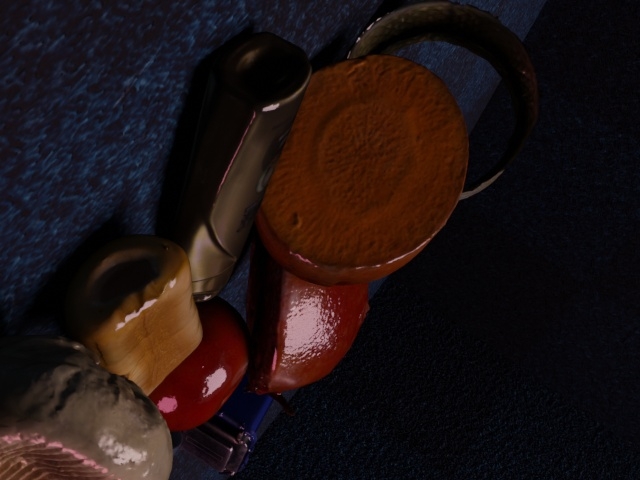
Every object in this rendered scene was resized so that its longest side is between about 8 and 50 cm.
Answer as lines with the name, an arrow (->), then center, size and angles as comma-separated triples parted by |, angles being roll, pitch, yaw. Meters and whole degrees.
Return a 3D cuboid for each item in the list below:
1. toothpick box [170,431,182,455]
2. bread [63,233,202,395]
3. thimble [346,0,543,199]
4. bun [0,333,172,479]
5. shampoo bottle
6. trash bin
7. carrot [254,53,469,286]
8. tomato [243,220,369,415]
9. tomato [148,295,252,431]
toothpick box -> -0.284, 0.332, 1.342 | 0.153, 0.101, 0.101 | -58, 171, 17
bread -> -0.194, 0.084, 0.940 | 0.142, 0.091, 0.305 | -49, 169, -21
thimble -> 0.158, -0.182, 1.255 | 0.271, 0.270, 0.150 | -55, 173, 0
bun -> -0.219, 0.146, 0.769 | 0.222, 0.222, 0.128 | 112, -10, -55
shampoo bottle -> -0.102, -0.054, 0.949 | 0.125, 0.084, 0.350 | -49, 170, -42
trash bin -> -0.161, 0.304, 1.726 | 0.234, 0.162, 0.184 | -54, 173, -42
carrot -> 0.051, -0.089, 1.109 | 0.307, 0.258, 0.100 | -49, -172, -17
tomato -> -0.014, 0.077, 1.276 | 0.309, 0.170, 0.309 | -175, -90, -75
tomato -> -0.173, 0.163, 1.192 | 0.195, 0.136, 0.195 | -53, 171, -12
